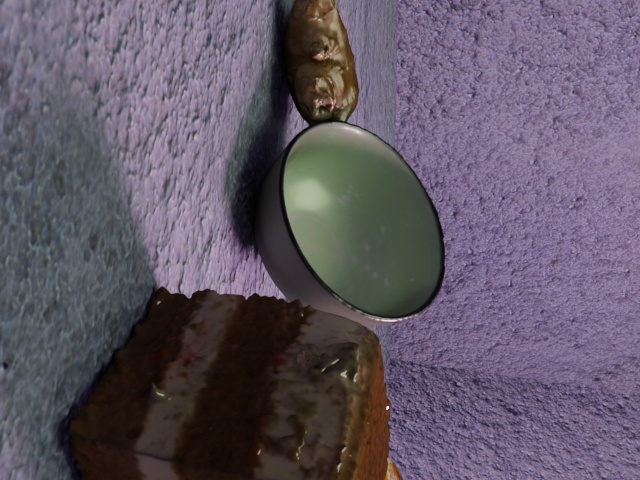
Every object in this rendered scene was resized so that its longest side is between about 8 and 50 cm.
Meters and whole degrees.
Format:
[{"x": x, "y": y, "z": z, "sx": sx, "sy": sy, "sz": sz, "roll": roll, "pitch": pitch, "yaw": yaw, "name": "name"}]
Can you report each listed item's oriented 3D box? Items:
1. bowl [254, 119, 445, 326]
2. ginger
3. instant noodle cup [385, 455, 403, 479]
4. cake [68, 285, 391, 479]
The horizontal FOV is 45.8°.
[{"x": 0.024, "y": -0.005, "z": 1.273, "sx": 0.185, "sy": 0.354, "sz": 0.354, "roll": -31, "pitch": -146, "yaw": 44, "name": "bowl"}, {"x": -0.007, "y": -0.309, "z": 1.283, "sx": 0.270, "sy": 0.123, "sz": 0.219, "roll": 67, "pitch": 18, "yaw": -53, "name": "ginger"}, {"x": 0.014, "y": 0.449, "z": 1.483, "sx": 0.296, "sy": 0.296, "sz": 0.214, "roll": -70, "pitch": 153, "yaw": -49, "name": "instant noodle cup"}, {"x": -0.078, "y": 0.220, "z": 0.826, "sx": 0.256, "sy": 0.290, "sz": 0.282, "roll": -71, "pitch": 160, "yaw": -51, "name": "cake"}]
